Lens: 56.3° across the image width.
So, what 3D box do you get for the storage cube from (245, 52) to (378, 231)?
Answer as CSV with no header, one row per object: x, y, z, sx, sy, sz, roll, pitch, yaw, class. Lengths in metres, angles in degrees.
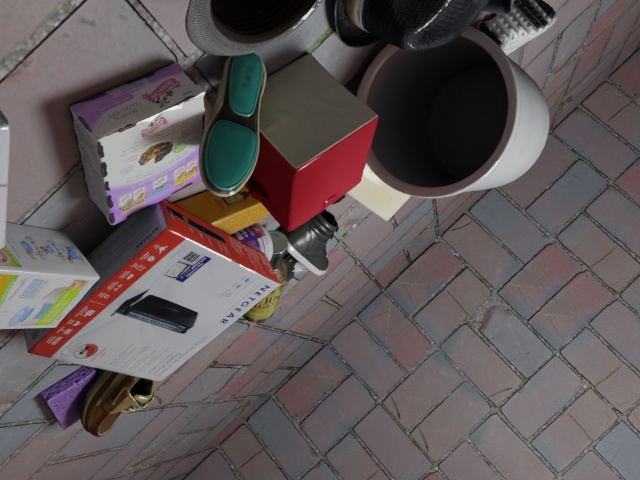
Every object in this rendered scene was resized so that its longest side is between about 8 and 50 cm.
-0.038,-0.168,1.052,0.215,0.184,0.193,-35,160,-23,storage cube

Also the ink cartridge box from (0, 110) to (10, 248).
-0.423,-0.032,0.568,0.232,0.066,0.189,-31,160,-45,ink cartridge box

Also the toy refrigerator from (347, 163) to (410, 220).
0.079,-0.153,1.301,0.094,0.102,0.269,-47,136,12,toy refrigerator

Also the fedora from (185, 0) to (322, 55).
-0.082,-0.334,0.668,0.244,0.124,0.275,-49,170,26,fedora

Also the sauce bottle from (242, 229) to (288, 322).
-0.147,0.097,1.553,0.111,0.111,0.344,-33,159,-29,sauce bottle

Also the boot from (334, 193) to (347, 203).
0.134,-0.211,1.489,0.269,0.089,0.236,-25,156,-47,boot

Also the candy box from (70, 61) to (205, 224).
-0.252,-0.134,0.855,0.164,0.070,0.196,-33,160,-29,candy box

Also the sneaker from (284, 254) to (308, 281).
-0.092,0.075,1.723,0.077,0.072,0.178,-28,178,41,sneaker

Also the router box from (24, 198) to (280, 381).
-0.290,0.104,1.071,0.335,0.082,0.301,-40,143,14,router box

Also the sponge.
-0.566,0.363,1.385,0.117,0.031,0.210,-34,159,-29,sponge

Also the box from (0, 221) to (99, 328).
-0.433,0.049,0.828,0.114,0.103,0.203,-46,162,8,box

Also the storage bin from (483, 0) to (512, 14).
0.357,-0.542,1.226,0.135,0.098,0.091,27,81,-71,storage bin

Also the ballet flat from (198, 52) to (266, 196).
-0.131,-0.164,0.877,0.086,0.086,0.249,94,7,-65,ballet flat

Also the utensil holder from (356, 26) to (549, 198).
0.300,-0.261,1.288,0.328,0.327,0.385,-51,161,24,utensil holder

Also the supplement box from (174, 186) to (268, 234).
-0.199,-0.050,1.152,0.233,0.078,0.080,-28,157,-38,supplement box

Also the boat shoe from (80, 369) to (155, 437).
-0.445,0.338,1.369,0.324,0.119,0.122,-60,168,24,boat shoe

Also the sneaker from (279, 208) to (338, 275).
0.000,0.000,1.628,0.147,0.105,0.296,-40,154,5,sneaker

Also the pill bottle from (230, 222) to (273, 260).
-0.202,0.030,1.279,0.193,0.108,0.108,-22,153,-49,pill bottle

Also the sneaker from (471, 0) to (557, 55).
0.460,-0.513,1.494,0.292,0.110,0.118,-29,167,-16,sneaker

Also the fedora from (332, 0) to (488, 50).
0.183,-0.426,0.990,0.334,0.152,0.334,-38,161,-15,fedora
